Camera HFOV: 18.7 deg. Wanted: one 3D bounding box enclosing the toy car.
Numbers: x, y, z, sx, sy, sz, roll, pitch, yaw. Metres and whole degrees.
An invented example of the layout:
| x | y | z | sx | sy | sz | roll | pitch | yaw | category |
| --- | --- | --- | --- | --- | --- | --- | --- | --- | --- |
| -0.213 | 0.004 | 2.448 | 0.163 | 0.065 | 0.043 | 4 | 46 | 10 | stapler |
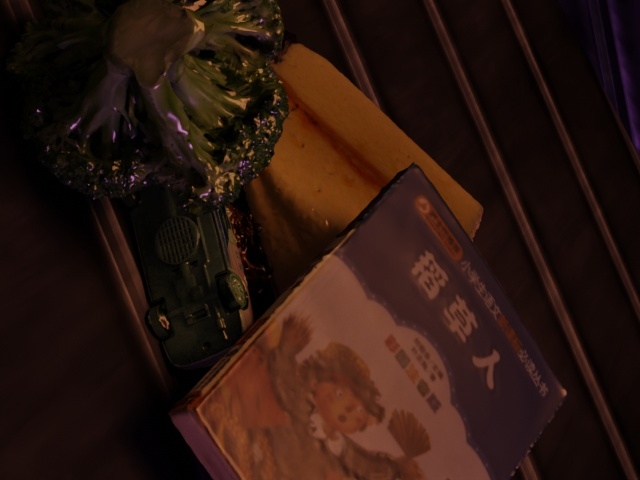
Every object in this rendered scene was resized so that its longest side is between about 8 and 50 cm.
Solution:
| x | y | z | sx | sy | sz | roll | pitch | yaw | category |
| --- | --- | --- | --- | --- | --- | --- | --- | --- | --- |
| -0.120 | 0.010 | 1.825 | 0.076 | 0.090 | 0.224 | 26 | 45 | -60 | toy car |

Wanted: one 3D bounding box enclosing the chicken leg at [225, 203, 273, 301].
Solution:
| x | y | z | sx | sy | sz | roll | pitch | yaw | category |
| --- | --- | --- | --- | --- | --- | --- | --- | --- | --- |
| -0.118 | -0.044 | 1.915 | 0.234 | 0.063 | 0.105 | 61 | 18 | -8 | chicken leg |

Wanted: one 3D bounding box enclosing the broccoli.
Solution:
| x | y | z | sx | sy | sz | roll | pitch | yaw | category |
| --- | --- | --- | --- | --- | --- | --- | --- | --- | --- |
| -0.146 | -0.156 | 1.733 | 0.261 | 0.269 | 0.241 | 32 | -5 | 7 | broccoli |

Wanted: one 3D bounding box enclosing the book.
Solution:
| x | y | z | sx | sy | sz | roll | pitch | yaw | category |
| --- | --- | --- | --- | --- | --- | --- | --- | --- | --- |
| 0.063 | 0.154 | 1.836 | 0.300 | 0.039 | 0.428 | 55 | 45 | -13 | book |

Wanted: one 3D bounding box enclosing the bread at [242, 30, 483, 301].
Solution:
| x | y | z | sx | sy | sz | roll | pitch | yaw | category |
| --- | --- | --- | --- | --- | --- | --- | --- | --- | --- |
| 0.000 | 0.000 | 2.142 | 0.405 | 0.242 | 0.345 | 38 | 25 | 12 | bread |

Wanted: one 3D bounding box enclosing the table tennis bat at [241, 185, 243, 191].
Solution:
| x | y | z | sx | sy | sz | roll | pitch | yaw | category |
| --- | --- | --- | --- | --- | --- | --- | --- | --- | --- |
| -0.133 | -0.145 | 2.016 | 0.237 | 0.038 | 0.149 | 48 | 31 | -40 | table tennis bat |
